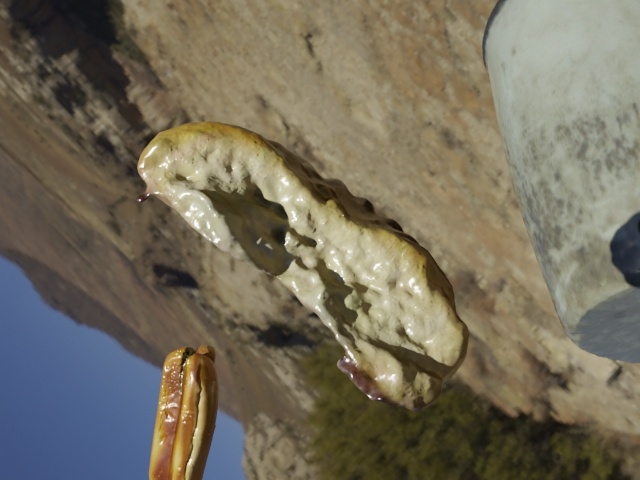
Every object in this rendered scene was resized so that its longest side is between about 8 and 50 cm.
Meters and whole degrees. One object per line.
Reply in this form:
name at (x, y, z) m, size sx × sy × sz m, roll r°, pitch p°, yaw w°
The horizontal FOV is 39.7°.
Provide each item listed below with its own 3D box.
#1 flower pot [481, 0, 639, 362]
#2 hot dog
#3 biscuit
flower pot at (0.315, -0.077, 0.813) m, size 0.294 × 0.293 × 0.330 m, roll 56°, pitch -153°, yaw -56°
hot dog at (-0.191, 0.270, 1.277) m, size 0.068 × 0.250 × 0.100 m, roll -3°, pitch -160°, yaw -44°
biscuit at (0.000, 0.000, 0.444) m, size 0.183 × 0.061 × 0.118 m, roll 38°, pitch -167°, yaw 7°
